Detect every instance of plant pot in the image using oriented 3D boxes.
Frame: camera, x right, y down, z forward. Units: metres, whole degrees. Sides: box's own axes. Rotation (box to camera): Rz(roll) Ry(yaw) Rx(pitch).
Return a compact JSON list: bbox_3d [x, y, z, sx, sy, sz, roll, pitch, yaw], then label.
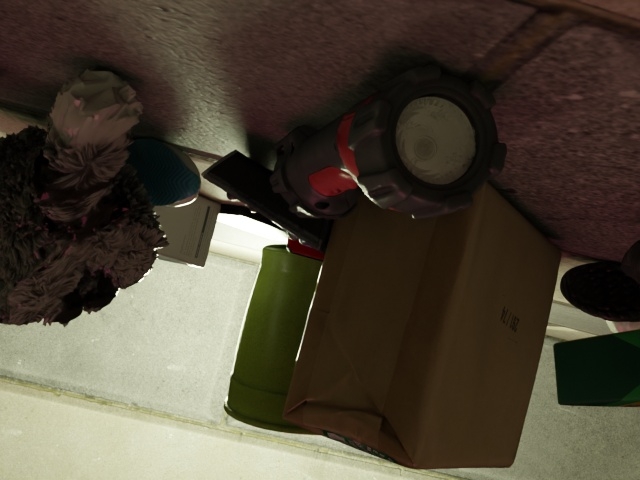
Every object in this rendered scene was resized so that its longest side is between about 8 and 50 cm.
[{"bbox_3d":[-0.013,0.188,1.579,0.367,0.352,0.366,4,-177,0],"label":"plant pot"}]

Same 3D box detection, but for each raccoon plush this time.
[{"bbox_3d":[-0.324,-0.109,0.894,0.216,0.446,0.299,-15,-119,-46],"label":"raccoon plush"}]

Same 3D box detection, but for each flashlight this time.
[{"bbox_3d":[0.036,-0.060,0.622,0.103,0.103,0.304,12,173,-15],"label":"flashlight"}]

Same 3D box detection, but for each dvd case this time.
[{"bbox_3d":[-0.128,-0.034,1.538,0.180,0.022,0.253,6,170,44],"label":"dvd case"}]

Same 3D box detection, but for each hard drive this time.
[{"bbox_3d":[-0.049,-0.043,0.915,0.172,0.054,0.255,33,180,3],"label":"hard drive"}]

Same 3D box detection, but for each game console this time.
[{"bbox_3d":[0.000,0.000,1.307,0.144,0.124,0.085,15,147,-17],"label":"game console"}]

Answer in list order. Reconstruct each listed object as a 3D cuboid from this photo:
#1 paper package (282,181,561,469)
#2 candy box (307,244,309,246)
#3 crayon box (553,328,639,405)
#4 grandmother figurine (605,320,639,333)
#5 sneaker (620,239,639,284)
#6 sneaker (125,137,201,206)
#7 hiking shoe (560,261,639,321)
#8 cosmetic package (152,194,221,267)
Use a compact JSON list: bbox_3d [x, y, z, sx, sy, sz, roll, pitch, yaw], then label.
[{"bbox_3d":[0.142,0.103,0.876,0.168,0.309,0.325,9,170,33],"label":"paper package"},{"bbox_3d":[0.089,-0.004,1.122,0.165,0.070,0.196,16,173,-27],"label":"candy box"},{"bbox_3d":[0.586,0.185,1.068,0.363,0.106,0.313,6,165,-26],"label":"crayon box"},{"bbox_3d":[0.648,0.163,1.338,0.343,0.104,0.208,19,145,-22],"label":"grandmother figurine"},{"bbox_3d":[0.455,0.049,0.774,0.300,0.111,0.121,21,-178,-15],"label":"sneaker"},{"bbox_3d":[-0.222,-0.091,1.010,0.092,0.087,0.229,8,-175,-42],"label":"sneaker"},{"bbox_3d":[0.466,0.088,1.068,0.227,0.086,0.114,9,169,30],"label":"hiking shoe"},{"bbox_3d":[-0.352,-0.047,1.381,0.224,0.138,0.225,9,171,31],"label":"cosmetic package"}]
